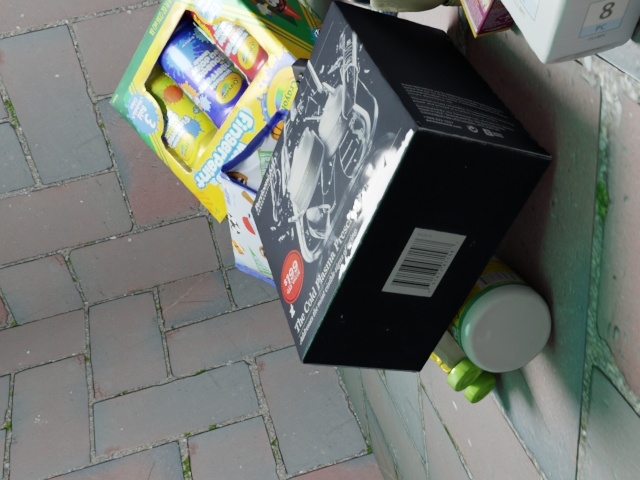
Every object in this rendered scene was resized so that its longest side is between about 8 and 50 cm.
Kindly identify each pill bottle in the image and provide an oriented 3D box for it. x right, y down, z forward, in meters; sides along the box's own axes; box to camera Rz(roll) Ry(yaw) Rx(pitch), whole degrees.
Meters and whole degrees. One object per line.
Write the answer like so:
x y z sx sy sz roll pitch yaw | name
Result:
0.204 0.072 1.071 0.208 0.117 0.117 -122 18 -63 | pill bottle

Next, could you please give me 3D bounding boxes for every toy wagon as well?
0.169 0.141 1.304 0.267 0.068 0.344 45 -178 29 | toy wagon

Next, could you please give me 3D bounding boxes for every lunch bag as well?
0.036 -0.017 1.528 0.385 0.239 0.328 30 154 20 | lunch bag

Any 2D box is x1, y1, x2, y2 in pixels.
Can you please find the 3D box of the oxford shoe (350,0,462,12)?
0.067 -0.387 1.048 0.397 0.146 0.140 -118 14 -60 | oxford shoe

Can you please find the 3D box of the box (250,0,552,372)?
0.071 -0.065 1.028 0.343 0.179 0.312 -65 29 31 | box

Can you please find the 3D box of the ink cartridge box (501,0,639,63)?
0.167 -0.371 0.587 0.385 0.091 0.308 85 167 -58 | ink cartridge box

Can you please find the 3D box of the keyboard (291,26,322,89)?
0.053 -0.264 1.349 0.317 0.033 0.201 21 132 48 | keyboard

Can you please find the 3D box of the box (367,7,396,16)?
0.087 -0.410 1.301 0.094 0.027 0.137 96 158 -67 | box

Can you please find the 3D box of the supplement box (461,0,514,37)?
0.182 -0.260 0.858 0.083 0.043 0.055 104 150 -76 | supplement box

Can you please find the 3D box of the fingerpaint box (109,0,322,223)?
-0.192 -0.316 1.683 0.371 0.163 0.445 47 132 4 | fingerpaint box
